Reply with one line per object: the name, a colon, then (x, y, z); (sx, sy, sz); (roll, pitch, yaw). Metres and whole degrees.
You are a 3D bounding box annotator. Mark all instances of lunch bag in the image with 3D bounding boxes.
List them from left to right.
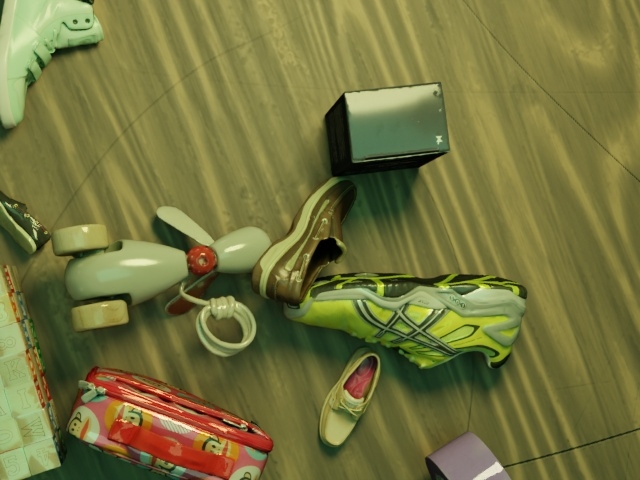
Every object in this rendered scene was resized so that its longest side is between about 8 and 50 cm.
lunch bag: (-0.219, 0.281, 1.488); (0.293, 0.258, 0.120); (22, 84, -7)

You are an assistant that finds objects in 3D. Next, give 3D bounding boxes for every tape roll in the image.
tape roll: (0.245, 0.395, 1.587); (0.080, 0.189, 0.189); (-30, 92, -8)

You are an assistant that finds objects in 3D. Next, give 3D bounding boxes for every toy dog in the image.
toy dog: (-0.256, 0.049, 1.574); (0.334, 0.161, 0.220); (13, 82, -23)

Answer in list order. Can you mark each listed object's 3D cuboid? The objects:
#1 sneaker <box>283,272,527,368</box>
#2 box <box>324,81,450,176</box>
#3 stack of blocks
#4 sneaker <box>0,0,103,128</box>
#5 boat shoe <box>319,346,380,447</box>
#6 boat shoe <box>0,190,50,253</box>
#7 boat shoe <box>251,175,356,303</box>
sneaker: (0.133, 0.129, 1.613); (0.385, 0.145, 0.147); (3, 97, -2)
box: (0.099, -0.168, 1.588); (0.153, 0.207, 0.108); (-7, 88, -9)
stack of blocks: (-0.456, 0.188, 1.501); (0.087, 0.171, 0.297); (-17, 90, -9)
sneaker: (-0.413, -0.290, 1.575); (0.151, 0.094, 0.255); (8, 87, -11)
boat shoe: (0.047, 0.248, 1.631); (0.063, 0.059, 0.170); (23, 83, -7)
boat shoe: (-0.471, -0.039, 1.578); (0.133, 0.049, 0.042); (46, 54, 3)
boat shoe: (0.001, 0.006, 1.581); (0.095, 0.095, 0.257); (22, 55, 23)
